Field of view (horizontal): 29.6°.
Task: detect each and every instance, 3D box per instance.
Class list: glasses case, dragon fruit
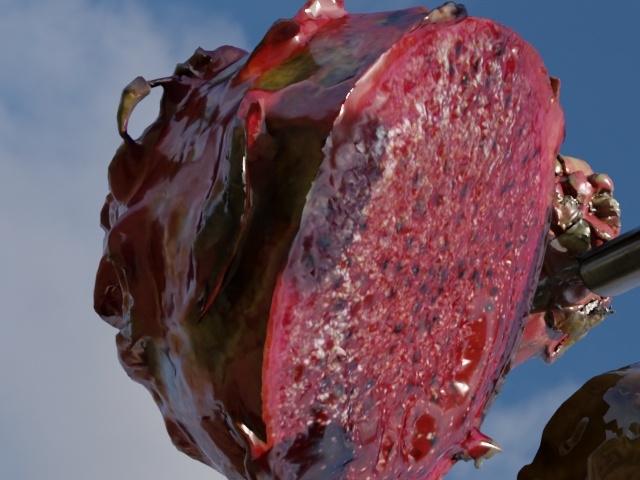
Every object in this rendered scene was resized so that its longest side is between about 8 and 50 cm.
[{"bbox_3d":[0.430,-0.021,1.328,0.299,0.114,0.060,-31,-107,38],"label":"glasses case"},{"bbox_3d":[0.000,0.000,0.836,0.249,0.386,0.371,18,-43,31],"label":"dragon fruit"},{"bbox_3d":[0.245,0.011,1.529,0.291,0.269,0.250,-49,-56,0],"label":"dragon fruit"}]

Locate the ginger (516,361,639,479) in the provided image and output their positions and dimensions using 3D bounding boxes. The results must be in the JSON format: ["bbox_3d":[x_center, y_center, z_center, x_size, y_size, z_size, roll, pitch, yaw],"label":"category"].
[{"bbox_3d":[0.172,0.254,0.609,0.274,0.152,0.358,40,-71,32],"label":"ginger"}]
